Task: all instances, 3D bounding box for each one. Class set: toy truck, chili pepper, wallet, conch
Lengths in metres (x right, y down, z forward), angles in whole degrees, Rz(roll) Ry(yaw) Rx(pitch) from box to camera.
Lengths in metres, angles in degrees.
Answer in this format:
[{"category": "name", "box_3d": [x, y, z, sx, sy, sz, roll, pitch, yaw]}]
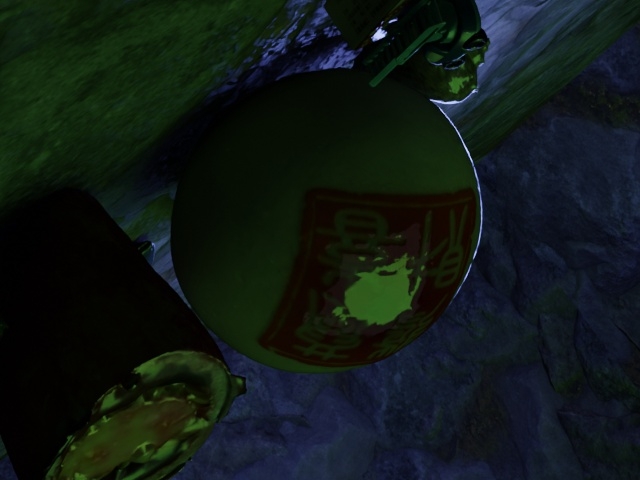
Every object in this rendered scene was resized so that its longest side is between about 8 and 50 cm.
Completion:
[{"category": "toy truck", "box_3d": [0.103, -0.196, 1.283, 0.074, 0.063, 0.136, -7, 161, -30]}, {"category": "chili pepper", "box_3d": [-0.258, 0.103, 1.323, 0.229, 0.305, 0.251, -21, 154, -37]}, {"category": "wallet", "box_3d": [-0.268, 0.036, 1.795, 0.088, 0.026, 0.129, -38, 174, -14]}, {"category": "conch", "box_3d": [0.107, -0.205, 1.559, 0.207, 0.130, 0.155, -21, 162, 9]}]

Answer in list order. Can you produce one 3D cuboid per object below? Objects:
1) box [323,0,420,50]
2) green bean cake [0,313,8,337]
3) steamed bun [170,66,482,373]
[{"category": "box", "box_3d": [0.169, -0.324, 1.211, 0.214, 0.069, 0.353, -28, 172, -40]}, {"category": "green bean cake", "box_3d": [-0.401, 0.098, 1.104, 0.222, 0.125, 0.227, -34, 172, 8]}, {"category": "steamed bun", "box_3d": [0.018, -0.001, 1.463, 0.374, 0.241, 0.374, -12, 127, -16]}]
